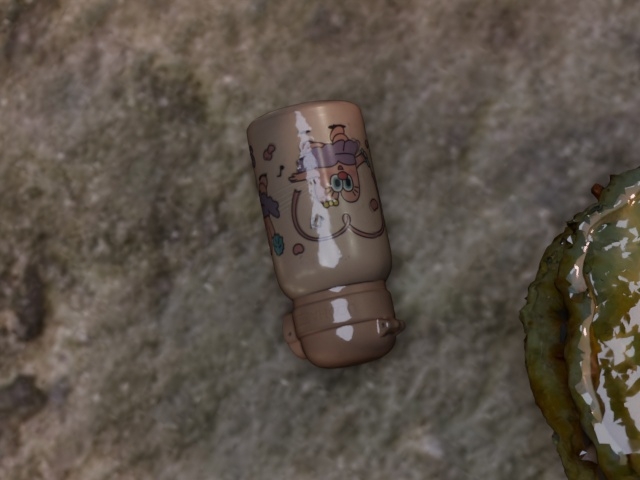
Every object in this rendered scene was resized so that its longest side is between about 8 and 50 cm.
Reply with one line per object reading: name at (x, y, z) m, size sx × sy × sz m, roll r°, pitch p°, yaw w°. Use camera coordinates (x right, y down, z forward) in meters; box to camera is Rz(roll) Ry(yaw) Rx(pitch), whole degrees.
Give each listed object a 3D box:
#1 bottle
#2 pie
bottle at (0.000, 0.000, 1.337) m, size 0.110 × 0.097 × 0.209 m, roll -17°, pitch 79°, yaw 31°
pie at (0.370, 0.091, 1.229) m, size 0.418 × 0.180 × 0.395 m, roll -12°, pitch 86°, yaw -5°
